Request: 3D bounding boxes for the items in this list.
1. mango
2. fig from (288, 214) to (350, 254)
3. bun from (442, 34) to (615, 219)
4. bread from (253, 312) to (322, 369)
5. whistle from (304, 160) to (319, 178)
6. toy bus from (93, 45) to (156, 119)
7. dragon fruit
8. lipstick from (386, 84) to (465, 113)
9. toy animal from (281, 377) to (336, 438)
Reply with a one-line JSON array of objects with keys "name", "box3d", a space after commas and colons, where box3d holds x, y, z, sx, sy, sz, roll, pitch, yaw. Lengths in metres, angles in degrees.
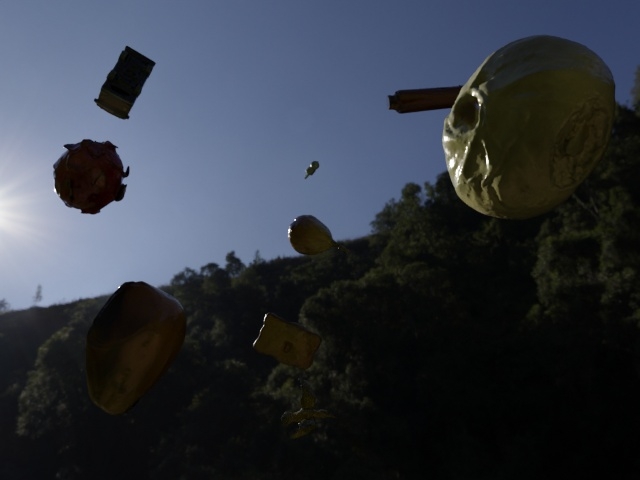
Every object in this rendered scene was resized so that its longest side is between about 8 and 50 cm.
[{"name": "mango", "box3d": [-0.340, 0.207, 0.893, 0.136, 0.236, 0.166, 13, -44, 12]}, {"name": "fig", "box3d": [0.000, 0.000, 1.855, 0.257, 0.159, 0.159, 23, -27, 17]}, {"name": "bun", "box3d": [0.369, -0.228, 0.946, 0.202, 0.364, 0.364, 13, -35, -27]}, {"name": "bread", "box3d": [-0.119, 0.375, 1.785, 0.233, 0.088, 0.161, 26, -75, 3]}, {"name": "whistle", "box3d": [-0.036, -0.283, 1.906, 0.035, 0.035, 0.100, 17, -45, -29]}, {"name": "toy bus", "box3d": [-0.513, -0.408, 1.251, 0.091, 0.182, 0.103, 27, -40, -25]}, {"name": "dragon fruit", "box3d": [-0.442, -0.114, 0.907, 0.136, 0.133, 0.166, 39, -60, -24]}, {"name": "lipstick", "box3d": [0.401, -0.421, 1.399, 0.418, 0.077, 0.077, -6, -31, -5]}, {"name": "toy animal", "box3d": [-0.035, 0.543, 1.485, 0.155, 0.219, 0.095, 26, -59, -22]}]
